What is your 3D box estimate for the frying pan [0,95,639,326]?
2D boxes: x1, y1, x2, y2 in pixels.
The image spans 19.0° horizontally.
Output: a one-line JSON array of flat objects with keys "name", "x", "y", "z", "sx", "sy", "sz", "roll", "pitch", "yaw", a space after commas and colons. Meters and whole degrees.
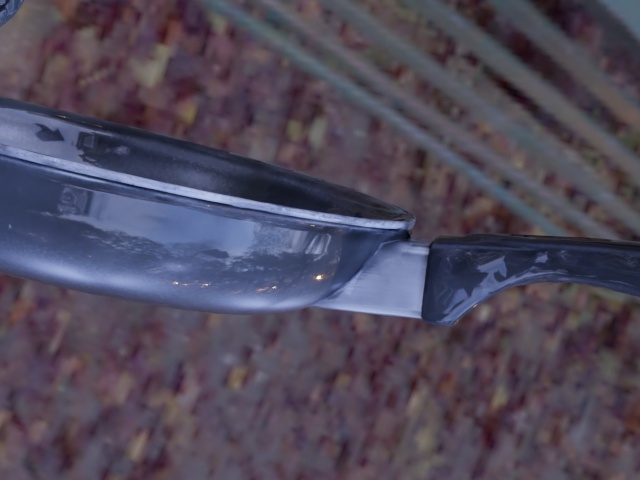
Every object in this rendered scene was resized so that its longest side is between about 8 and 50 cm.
[{"name": "frying pan", "x": -0.009, "y": -0.005, "z": 0.587, "sx": 0.326, "sy": 0.197, "sz": 0.053, "roll": 13, "pitch": 95, "yaw": -14}]

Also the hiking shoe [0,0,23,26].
[{"name": "hiking shoe", "x": -0.319, "y": -0.163, "z": 1.380, "sx": 0.304, "sy": 0.132, "sz": 0.113, "roll": -55, "pitch": 126, "yaw": -33}]
